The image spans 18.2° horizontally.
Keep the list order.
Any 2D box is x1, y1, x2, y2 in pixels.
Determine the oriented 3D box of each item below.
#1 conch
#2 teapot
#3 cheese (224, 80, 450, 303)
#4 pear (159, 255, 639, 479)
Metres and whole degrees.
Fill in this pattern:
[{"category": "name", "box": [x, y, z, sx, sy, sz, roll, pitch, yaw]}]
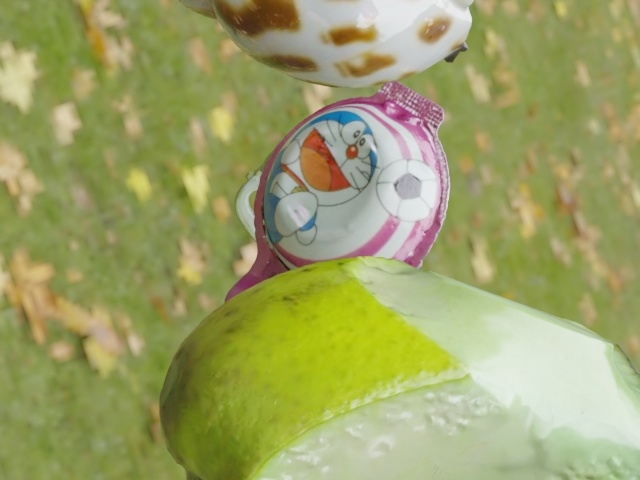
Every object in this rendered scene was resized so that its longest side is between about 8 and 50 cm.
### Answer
[{"category": "conch", "box": [-0.028, -0.203, 1.445, 0.149, 0.275, 0.183, -32, 138, -45]}, {"category": "teapot", "box": [-0.025, -0.054, 1.998, 0.091, 0.124, 0.092, 41, -18, -2]}, {"category": "cheese", "box": [0.000, 0.000, 1.376, 0.155, 0.244, 0.062, 36, 3, 34]}, {"category": "pear", "box": [0.029, 0.134, 1.134, 0.282, 0.286, 0.176, 20, 22, -24]}]
